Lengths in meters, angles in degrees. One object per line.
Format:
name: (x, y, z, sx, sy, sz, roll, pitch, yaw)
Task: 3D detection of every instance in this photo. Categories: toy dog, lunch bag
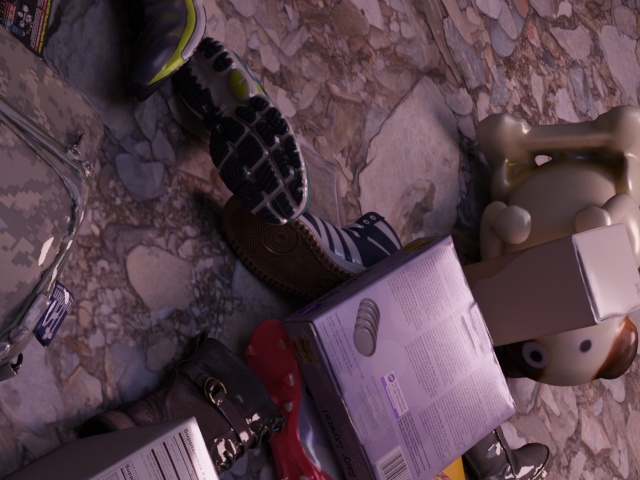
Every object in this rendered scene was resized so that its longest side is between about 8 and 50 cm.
toy dog: (0.382, 0.037, 1.675, 0.395, 0.284, 0.408, 80, 16, -55)
lunch bag: (-0.337, -0.054, 0.814, 0.305, 0.212, 0.256, 45, 30, -32)

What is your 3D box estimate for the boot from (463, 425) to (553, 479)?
boot: (0.261, 0.287, 1.555, 0.189, 0.076, 0.208, -34, 95, -53)

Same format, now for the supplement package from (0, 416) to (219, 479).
supplement package: (-0.211, 0.270, 0.885, 0.203, 0.194, 0.149, -25, 95, -51)

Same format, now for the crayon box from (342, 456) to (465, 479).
crayon box: (0.099, 0.288, 1.341, 0.202, 0.081, 0.319, 5, 72, -50)

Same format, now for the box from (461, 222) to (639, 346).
box: (0.281, 0.077, 1.450, 0.148, 0.311, 0.121, -10, 83, -46)

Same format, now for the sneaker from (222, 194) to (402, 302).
sneaker: (0.000, 0.000, 1.331, 0.282, 0.099, 0.153, 34, 32, -18)

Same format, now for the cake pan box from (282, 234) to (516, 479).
cake pan box: (0.105, 0.159, 1.237, 0.245, 0.070, 0.267, -31, 104, -33)

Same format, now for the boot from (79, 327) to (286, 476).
boot: (-0.108, 0.233, 1.087, 0.263, 0.091, 0.229, 57, 37, 5)

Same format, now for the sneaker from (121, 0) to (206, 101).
sneaker: (-0.205, -0.294, 1.213, 0.121, 0.111, 0.300, 25, 51, -30)

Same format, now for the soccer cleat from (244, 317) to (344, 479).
soccer cleat: (-0.026, 0.212, 1.228, 0.095, 0.083, 0.248, -13, 87, -60)

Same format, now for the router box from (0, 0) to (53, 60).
router box: (-0.332, -0.253, 1.080, 0.092, 0.038, 0.122, 27, 56, -41)

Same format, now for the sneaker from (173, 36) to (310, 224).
sneaker: (-0.076, -0.136, 1.243, 0.110, 0.107, 0.275, 23, 35, -56)
